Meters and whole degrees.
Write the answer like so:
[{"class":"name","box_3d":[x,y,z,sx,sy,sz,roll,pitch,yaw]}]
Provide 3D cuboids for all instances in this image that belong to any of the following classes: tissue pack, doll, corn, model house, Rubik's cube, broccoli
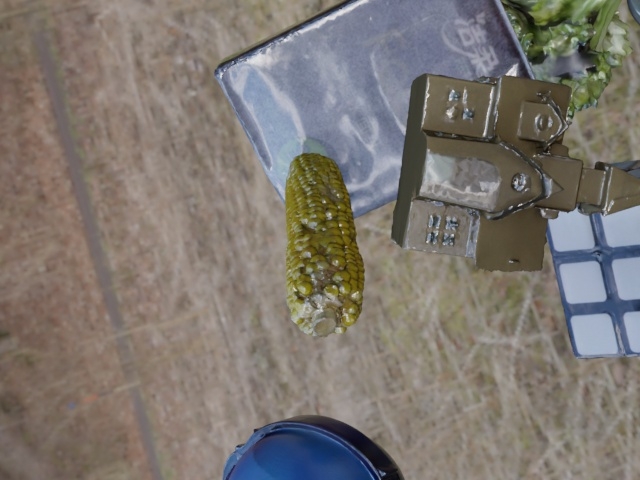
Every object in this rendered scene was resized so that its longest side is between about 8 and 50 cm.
[{"class":"tissue pack","box_3d":[0.089,-0.209,1.538,0.288,0.394,0.124,63,-172,-14]},{"class":"doll","box_3d":[-0.005,0.363,1.311,0.284,0.240,0.309,19,105,36]},{"class":"corn","box_3d":[0.000,0.000,1.334,0.320,0.097,0.097,-96,-1,-52]},{"class":"model house","box_3d":[0.204,-0.057,1.009,0.176,0.248,0.180,-108,24,-82]},{"class":"Rubik's cube","box_3d":[0.610,0.020,1.947,0.301,0.305,0.303,-7,104,35]},{"class":"broccoli","box_3d":[0.414,-0.357,1.850,0.281,0.348,0.293,-55,34,32]}]

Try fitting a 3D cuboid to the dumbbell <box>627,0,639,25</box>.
[{"class":"dumbbell","box_3d":[0.576,-0.300,1.608,0.406,0.179,0.179,39,-160,-52]}]
